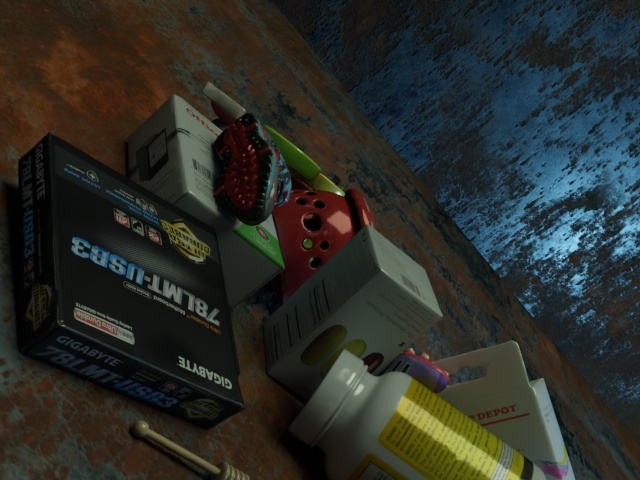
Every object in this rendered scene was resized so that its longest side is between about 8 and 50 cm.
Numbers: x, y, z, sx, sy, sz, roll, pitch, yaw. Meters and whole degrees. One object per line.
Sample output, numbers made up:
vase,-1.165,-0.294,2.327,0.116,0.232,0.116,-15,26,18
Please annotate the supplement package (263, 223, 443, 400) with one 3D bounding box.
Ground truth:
supplement package,0.043,0.123,1.414,0.139,0.244,0.134,37,20,-24

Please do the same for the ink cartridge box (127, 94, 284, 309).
ink cartridge box,-0.184,-0.065,1.444,0.211,0.121,0.289,40,20,-33

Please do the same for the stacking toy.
stacking toy,-0.121,-0.136,1.691,0.309,0.130,0.279,37,0,13

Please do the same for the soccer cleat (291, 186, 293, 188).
soccer cleat,-0.103,-0.148,1.952,0.196,0.068,0.076,32,21,-41

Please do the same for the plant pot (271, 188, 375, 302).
plant pot,0.000,0.000,1.574,0.191,0.174,0.191,170,-90,-82

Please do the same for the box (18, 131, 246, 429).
box,-0.228,0.051,1.120,0.295,0.073,0.293,34,29,-42

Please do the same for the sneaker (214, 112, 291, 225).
sneaker,-0.081,-0.094,1.381,0.125,0.104,0.262,44,19,-29

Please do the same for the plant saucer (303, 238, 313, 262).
plant saucer,0.009,0.063,1.843,0.241,0.037,0.241,45,17,-18

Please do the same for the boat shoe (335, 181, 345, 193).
boat shoe,0.030,-0.052,1.945,0.104,0.111,0.307,50,6,-5

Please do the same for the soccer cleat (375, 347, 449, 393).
soccer cleat,0.105,0.222,1.430,0.083,0.095,0.248,43,-23,-23

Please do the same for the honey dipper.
honey dipper,-0.147,0.243,1.044,0.160,0.030,0.030,40,19,-28

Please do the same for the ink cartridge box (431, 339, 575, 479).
ink cartridge box,0.283,0.348,1.472,0.119,0.207,0.353,3,70,-67

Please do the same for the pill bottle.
pill bottle,0.129,0.305,1.291,0.334,0.188,0.188,35,16,4
